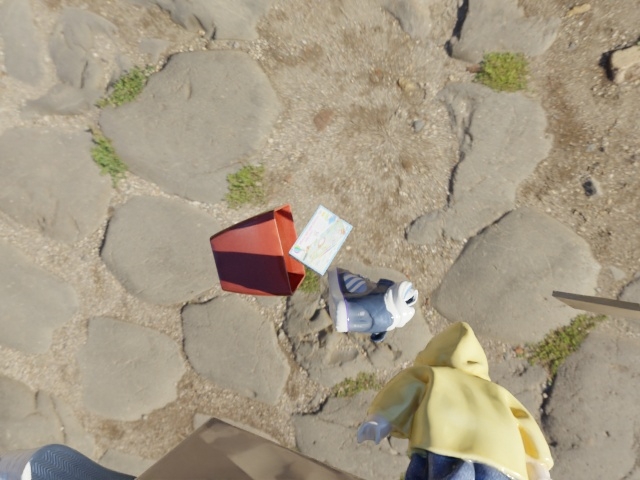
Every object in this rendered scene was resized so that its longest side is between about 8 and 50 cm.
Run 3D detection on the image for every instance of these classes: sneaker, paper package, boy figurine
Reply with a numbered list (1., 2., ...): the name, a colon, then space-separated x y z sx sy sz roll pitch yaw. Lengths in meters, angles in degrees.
1. sneaker: -0.388 0.424 0.755 0.169 0.108 0.293 -17 121 33
2. paper package: -0.111 0.436 0.669 0.324 0.309 0.168 16 97 15
3. sneaker: 0.143 0.156 1.283 0.236 0.323 0.130 -4 106 -2
4. boy figurine: 0.121 0.182 0.430 0.177 0.285 0.092 12 119 1

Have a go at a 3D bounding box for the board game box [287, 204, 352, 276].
1. board game box: 0.000 0.000 1.188 0.103 0.026 0.154 34 73 -3

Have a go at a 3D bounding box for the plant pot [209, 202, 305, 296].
1. plant pot: -0.208 0.041 1.514 0.235 0.267 0.268 -11 98 8

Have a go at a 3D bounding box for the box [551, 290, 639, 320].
1. box: 0.699 0.162 1.128 0.164 0.201 0.021 23 81 -40
